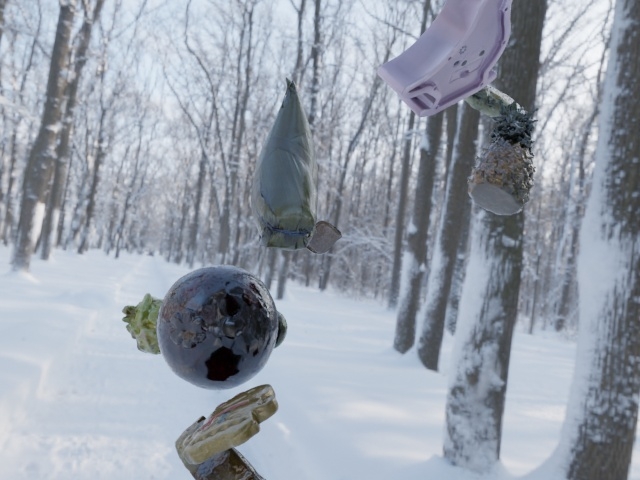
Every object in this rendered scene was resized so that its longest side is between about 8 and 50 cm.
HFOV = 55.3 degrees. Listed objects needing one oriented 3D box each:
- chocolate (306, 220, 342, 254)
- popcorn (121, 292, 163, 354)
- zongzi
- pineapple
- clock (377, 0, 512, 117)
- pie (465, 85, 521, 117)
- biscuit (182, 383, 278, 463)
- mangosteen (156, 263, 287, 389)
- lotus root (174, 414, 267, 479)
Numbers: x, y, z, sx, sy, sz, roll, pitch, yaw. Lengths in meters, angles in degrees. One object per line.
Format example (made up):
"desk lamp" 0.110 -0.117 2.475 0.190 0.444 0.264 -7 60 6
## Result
"chocolate" 0.000 0.000 1.358 0.064 0.101 0.031 36 -46 6
"popcorn" -0.470 0.240 1.746 0.187 0.167 0.185 9 -15 16
"zongzi" -0.055 -0.144 1.095 0.122 0.289 0.260 7 13 -8
"pineapple" 0.488 -0.233 1.561 0.169 0.341 0.169 21 -26 10
"clock" 0.242 -0.370 1.171 0.080 0.290 0.275 48 -23 25
"pie" 0.478 -0.469 1.899 0.339 0.077 0.339 26 24 -13
"biscuit" -0.139 0.281 0.978 0.166 0.036 0.225 -28 2 10
"mangosteen" -0.237 0.215 1.526 0.305 0.306 0.359 6 -6 22
"lotus root" -0.160 0.517 1.260 0.375 0.111 0.391 23 -30 51
